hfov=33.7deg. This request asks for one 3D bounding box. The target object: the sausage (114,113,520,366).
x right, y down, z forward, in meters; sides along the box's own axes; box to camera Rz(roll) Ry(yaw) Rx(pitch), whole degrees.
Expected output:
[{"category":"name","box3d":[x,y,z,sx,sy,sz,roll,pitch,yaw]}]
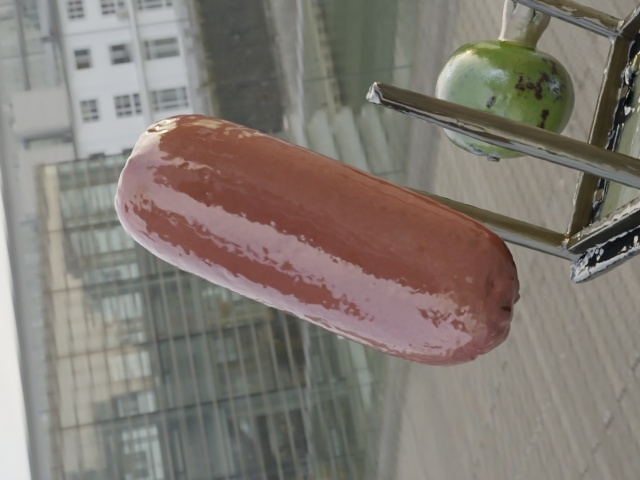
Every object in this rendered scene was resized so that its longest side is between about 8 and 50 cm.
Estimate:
[{"category":"sausage","box3d":[0.000,0.000,0.397,0.062,0.154,0.062,22,-90,-85]}]

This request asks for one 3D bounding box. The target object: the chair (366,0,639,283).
[{"category":"chair","box3d":[0.163,-0.071,0.523,0.188,0.272,0.166,107,180,-78]}]

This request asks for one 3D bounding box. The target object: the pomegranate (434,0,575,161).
[{"category":"pomegranate","box3d":[0.152,-0.134,0.858,0.114,0.115,0.142,-130,52,-76]}]
